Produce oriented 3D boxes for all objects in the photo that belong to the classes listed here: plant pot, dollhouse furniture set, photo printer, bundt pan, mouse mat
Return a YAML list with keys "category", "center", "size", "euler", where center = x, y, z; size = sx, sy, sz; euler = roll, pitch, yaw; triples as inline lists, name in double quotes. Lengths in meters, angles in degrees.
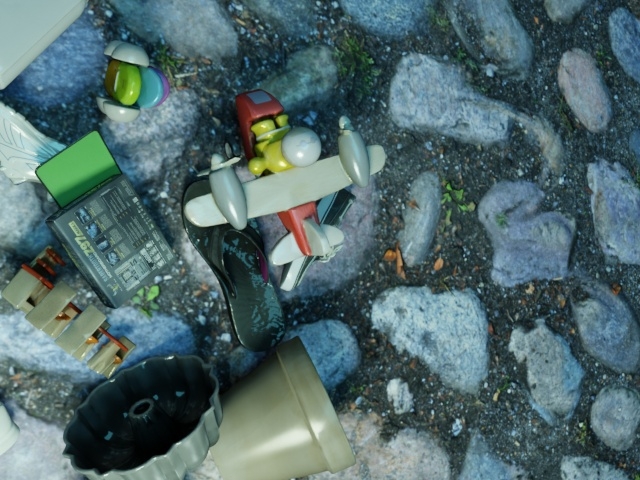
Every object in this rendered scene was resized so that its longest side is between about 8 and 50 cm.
- category: "plant pot"
  center: [-0.110, 0.421, 1.410]
  size: [0.280, 0.323, 0.323]
  euler: [-24, 101, -7]
- category: "dollhouse furniture set"
  center: [-0.494, 0.139, 1.233]
  size: [0.259, 0.262, 0.135]
  euler: [35, 70, 10]
- category: "photo printer"
  center: [-0.633, -0.490, 1.210]
  size: [0.256, 0.107, 0.307]
  euler: [43, 63, -20]
- category: "bundt pan"
  center: [-0.349, 0.389, 1.269]
  size: [0.331, 0.331, 0.124]
  euler: [-30, 122, -23]
- category: "mouse mat"
  center: [-0.496, -0.129, 1.287]
  size: [0.153, 0.007, 0.189]
  euler: [-42, 150, -21]

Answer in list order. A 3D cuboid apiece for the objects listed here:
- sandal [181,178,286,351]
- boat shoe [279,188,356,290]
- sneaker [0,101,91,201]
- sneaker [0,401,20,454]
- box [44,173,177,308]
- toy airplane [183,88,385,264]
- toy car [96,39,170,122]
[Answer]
- category: "sandal"
  center: [-0.184, 0.056, 1.453]
  size: [0.168, 0.107, 0.445]
  euler: [-28, 102, -24]
- category: "boat shoe"
  center: [-0.001, 0.001, 1.543]
  size: [0.105, 0.113, 0.306]
  euler: [29, 68, -9]
- category: "sneaker"
  center: [-0.621, -0.190, 1.238]
  size: [0.297, 0.111, 0.129]
  euler: [36, 80, -22]
- category: "sneaker"
  center: [-0.749, 0.397, 1.160]
  size: [0.305, 0.114, 0.152]
  euler: [-29, 120, -33]
- category: "box"
  center: [-0.441, 0.001, 1.310]
  size: [0.183, 0.059, 0.232]
  euler: [-45, 120, -34]
- category: "toy airplane"
  center: [-0.064, -0.140, 1.365]
  size: [0.385, 0.272, 0.386]
  euler: [25, 63, -9]
- category: "toy car"
  center: [-0.395, -0.335, 1.312]
  size: [0.136, 0.182, 0.159]
  euler: [7, 105, -32]
